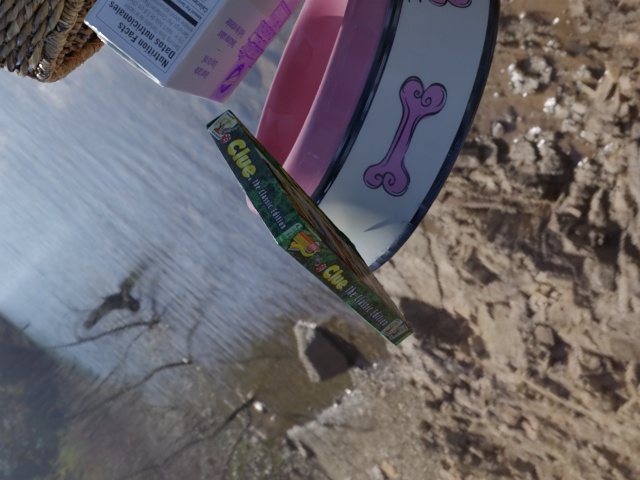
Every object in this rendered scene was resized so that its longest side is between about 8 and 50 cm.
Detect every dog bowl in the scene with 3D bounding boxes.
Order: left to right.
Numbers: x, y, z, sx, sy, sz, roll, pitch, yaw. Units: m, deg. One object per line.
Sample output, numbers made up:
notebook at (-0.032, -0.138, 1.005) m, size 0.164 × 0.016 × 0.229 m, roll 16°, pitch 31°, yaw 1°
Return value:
dog bowl at (0.037, -0.171, 0.891) m, size 0.150 × 0.408 × 0.408 m, roll 19°, pitch 164°, yaw -15°

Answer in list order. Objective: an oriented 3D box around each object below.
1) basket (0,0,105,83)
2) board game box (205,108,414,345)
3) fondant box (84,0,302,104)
basket at (-0.268, -0.320, 0.849) m, size 0.223 × 0.299 × 0.213 m, roll 16°, pitch -144°, yaw -41°
board game box at (0.000, 0.000, 0.654) m, size 0.136 × 0.030 × 0.259 m, roll 53°, pitch -175°, yaw 33°
fondant box at (-0.053, -0.294, 0.715) m, size 0.096 × 0.330 × 0.238 m, roll 40°, pitch -172°, yaw 0°
